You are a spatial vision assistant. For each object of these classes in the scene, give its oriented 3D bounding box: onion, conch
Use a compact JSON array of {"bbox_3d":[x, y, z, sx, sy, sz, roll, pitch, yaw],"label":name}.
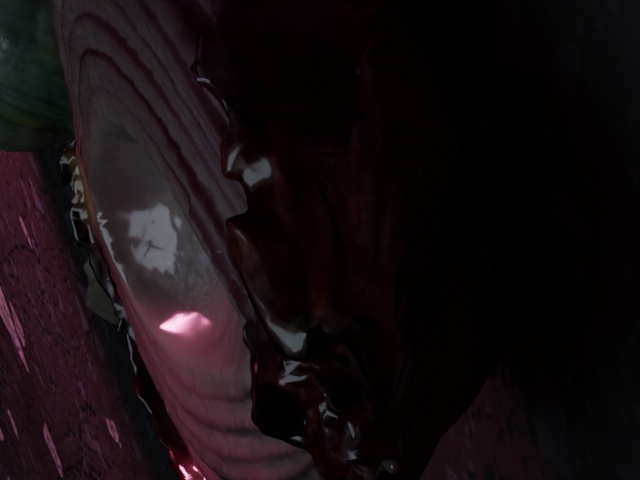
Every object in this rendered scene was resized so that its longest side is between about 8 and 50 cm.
[{"bbox_3d":[0.000,0.000,0.612,0.283,0.120,0.227,-134,31,-63],"label":"onion"},{"bbox_3d":[-0.150,-0.109,0.995,0.176,0.122,0.188,45,166,1],"label":"conch"}]

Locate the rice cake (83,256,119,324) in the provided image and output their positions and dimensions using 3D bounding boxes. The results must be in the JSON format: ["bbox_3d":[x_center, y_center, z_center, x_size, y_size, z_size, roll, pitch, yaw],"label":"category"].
[{"bbox_3d":[-0.094,0.002,1.064,0.057,0.052,0.256,40,162,-1],"label":"rice cake"}]
